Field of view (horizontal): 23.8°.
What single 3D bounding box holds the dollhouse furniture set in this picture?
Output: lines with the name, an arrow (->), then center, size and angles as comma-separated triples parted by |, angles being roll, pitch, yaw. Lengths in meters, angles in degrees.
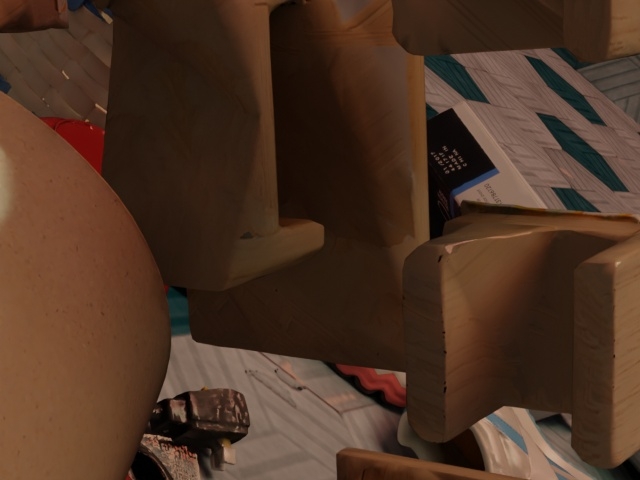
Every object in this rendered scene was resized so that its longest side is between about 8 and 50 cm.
dollhouse furniture set -> 0.012, 0.020, 0.670 | 0.362, 0.394, 0.256 | 5, 14, 33

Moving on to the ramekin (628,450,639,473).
ramekin -> 0.400, 0.138, 1.426 | 0.135, 0.277, 0.277 | 52, 21, 6

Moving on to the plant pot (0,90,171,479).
plant pot -> -0.192, 0.111, 0.443 | 0.256, 0.256, 0.274 | 34, 37, -22

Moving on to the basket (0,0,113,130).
basket -> -0.105, -0.190, 1.104 | 0.201, 0.289, 0.255 | 42, 21, 16

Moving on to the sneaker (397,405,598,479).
sneaker -> 0.147, 0.193, 1.117 | 0.228, 0.087, 0.092 | 47, 40, 7

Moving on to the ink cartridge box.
ink cartridge box -> 0.157, 0.043, 1.320 | 0.165, 0.065, 0.332 | 57, -7, 35

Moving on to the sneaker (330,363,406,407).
sneaker -> 0.000, 0.000, 1.140 | 0.314, 0.136, 0.116 | 31, 22, -28

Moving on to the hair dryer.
hair dryer -> -0.110, 0.114, 0.783 | 0.294, 0.080, 0.223 | 25, 26, -38

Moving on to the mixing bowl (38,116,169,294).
mixing bowl -> -0.154, -0.009, 0.926 | 0.181, 0.098, 0.181 | 37, 21, -17
